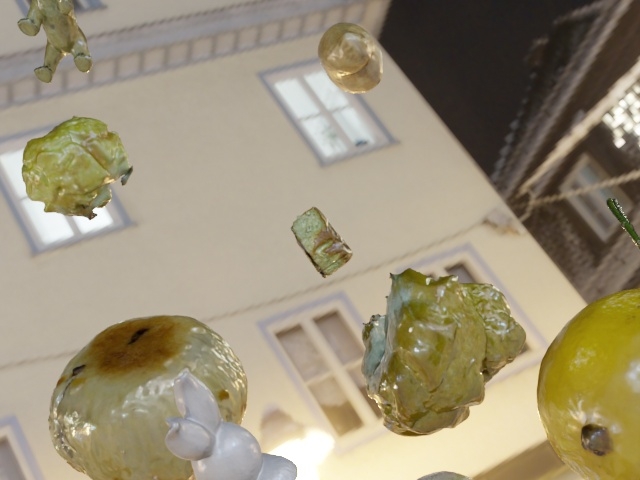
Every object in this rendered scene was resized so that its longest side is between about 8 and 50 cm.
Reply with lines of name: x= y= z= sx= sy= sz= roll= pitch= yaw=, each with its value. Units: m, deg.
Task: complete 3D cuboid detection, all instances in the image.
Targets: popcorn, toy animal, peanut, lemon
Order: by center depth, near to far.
lemon: x=0.429 y=0.198 z=1.422 sx=0.297 sy=0.297 sz=0.297 roll=-26 pitch=-28 yaw=-15
toy animal: x=-0.146 y=0.273 z=1.451 sx=0.131 sy=0.221 sz=0.103 roll=-15 pitch=36 yaw=48
toy animal: x=-0.416 y=-0.356 z=1.739 sx=0.103 sy=0.101 sz=0.218 roll=2 pitch=-36 yaw=7
popcorn: x=-0.420 y=-0.118 z=1.912 sx=0.198 sy=0.198 sz=0.212 roll=-24 pitch=-45 yaw=-20
peanut: x=0.065 y=-0.378 z=2.260 sx=0.122 sy=0.137 sz=0.253 roll=-55 pitch=-16 yaw=0

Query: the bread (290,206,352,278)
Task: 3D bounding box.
bread: x=0.000 y=0.000 z=2.044 sx=0.069 sy=0.128 sz=0.140 roll=-38 pitch=3 yaw=7

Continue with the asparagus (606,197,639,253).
asparagus: x=0.528 y=-0.008 z=1.842 sx=0.022 sy=0.233 sz=0.023 roll=-28 pitch=-58 yaw=9

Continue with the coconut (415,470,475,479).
coconut: x=0.226 y=0.498 z=1.945 sx=0.194 sy=0.194 sz=0.194 roll=-26 pitch=-28 yaw=-15

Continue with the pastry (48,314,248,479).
pastry: x=-0.330 y=0.334 z=2.143 sx=0.389 sy=0.388 sz=0.312 roll=-27 pitch=-62 yaw=-15

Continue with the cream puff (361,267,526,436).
cream puff: x=0.218 y=0.211 z=1.928 sx=0.270 sy=0.274 sz=0.323 roll=8 pitch=-29 yaw=-8
